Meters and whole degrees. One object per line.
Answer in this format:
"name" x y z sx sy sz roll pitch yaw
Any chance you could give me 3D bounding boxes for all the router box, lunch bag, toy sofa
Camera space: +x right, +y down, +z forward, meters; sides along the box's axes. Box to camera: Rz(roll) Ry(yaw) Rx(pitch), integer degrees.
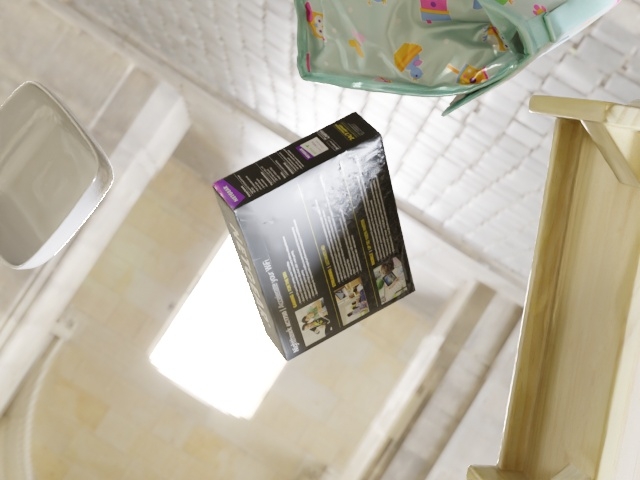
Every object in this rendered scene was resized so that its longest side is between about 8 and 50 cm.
"router box" 0.000 0.000 0.897 0.046 0.133 0.178 48 160 46
"lunch bag" 0.137 -0.224 1.036 0.262 0.223 0.160 16 124 35
"toy sofa" 0.248 0.066 0.888 0.177 0.362 0.150 6 -172 -13

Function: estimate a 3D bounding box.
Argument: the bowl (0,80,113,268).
"bowl" -0.255 -0.056 0.995 0.142 0.142 0.053 47 -167 25
